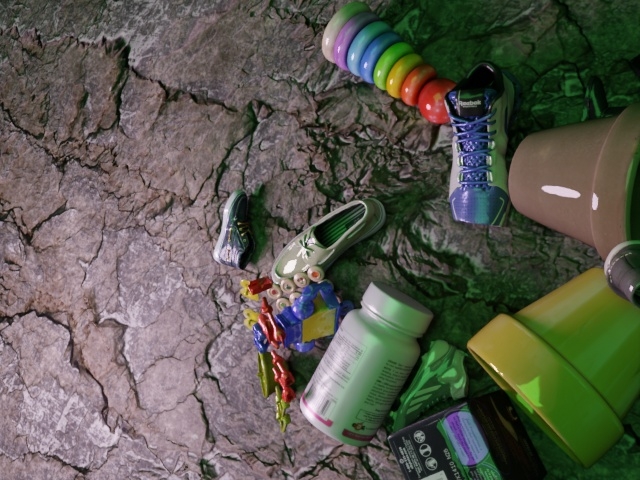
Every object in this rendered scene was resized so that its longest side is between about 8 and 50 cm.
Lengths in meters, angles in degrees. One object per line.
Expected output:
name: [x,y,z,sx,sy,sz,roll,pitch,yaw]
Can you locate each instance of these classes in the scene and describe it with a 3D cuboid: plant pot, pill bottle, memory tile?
plant pot: [0.406,0.181,0.937,0.239,0.254,0.254,-42,63,-1]
pill bottle: [0.092,0.232,1.139,0.160,0.160,0.283,32,98,30]
plant pot: [0.445,-0.101,0.966,0.229,0.263,0.263,17,91,48]
memory tile: [-0.035,0.121,1.280,0.148,0.012,0.113,-25,107,25]

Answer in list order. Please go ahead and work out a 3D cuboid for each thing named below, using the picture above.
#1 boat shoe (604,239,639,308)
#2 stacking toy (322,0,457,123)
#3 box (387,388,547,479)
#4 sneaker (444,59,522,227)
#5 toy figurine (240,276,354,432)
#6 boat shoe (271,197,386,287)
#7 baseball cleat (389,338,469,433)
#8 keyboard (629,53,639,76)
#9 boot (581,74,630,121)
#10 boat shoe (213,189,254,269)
boat shoe: [0.555,0.092,0.797,0.335,0.095,0.112,16,118,3]
stacking toy: [0.158,-0.353,1.230,0.330,0.141,0.141,45,104,21]
box: [0.248,0.352,0.966,0.143,0.270,0.165,-31,68,22]
sneaker: [0.283,-0.190,1.089,0.127,0.182,0.315,6,84,32]
toy figurine: [-0.018,0.201,1.203,0.217,0.362,0.191,-21,48,-21]
boat shoe: [0.000,0.000,1.268,0.302,0.094,0.109,-38,66,19]
baseball cleat: [0.211,0.293,1.114,0.109,0.072,0.206,27,99,24]
keyboard: [0.639,-0.330,1.005,0.192,0.038,0.100,-36,43,21]
boot: [0.517,-0.230,1.042,0.099,0.045,0.121,9,93,33]
boat shoe: [-0.188,-0.024,1.401,0.083,0.065,0.183,19,97,28]
